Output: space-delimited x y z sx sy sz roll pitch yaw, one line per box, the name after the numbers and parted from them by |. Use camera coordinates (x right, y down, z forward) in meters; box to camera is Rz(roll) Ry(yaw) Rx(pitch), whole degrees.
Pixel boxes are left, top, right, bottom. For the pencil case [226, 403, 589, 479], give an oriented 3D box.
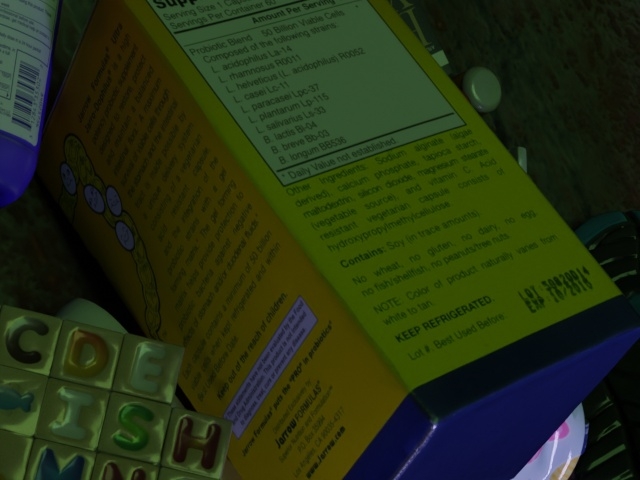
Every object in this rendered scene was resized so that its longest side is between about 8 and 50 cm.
0.064 0.154 1.300 0.273 0.113 0.124 -7 111 -37 | pencil case

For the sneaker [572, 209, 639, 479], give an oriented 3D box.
0.246 0.134 1.451 0.140 0.125 0.341 68 22 -55 | sneaker

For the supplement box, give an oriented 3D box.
0.000 0.000 1.166 0.194 0.195 0.356 -19 64 -38 | supplement box

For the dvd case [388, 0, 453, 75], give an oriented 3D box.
0.001 -0.203 1.413 0.164 0.018 0.221 -28 94 -38 | dvd case

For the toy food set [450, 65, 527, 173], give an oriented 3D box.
0.126 -0.037 1.401 0.111 0.104 0.232 12 70 -33 | toy food set

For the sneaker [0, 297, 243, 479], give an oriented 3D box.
-0.128 0.200 1.162 0.292 0.108 0.169 50 56 -3 | sneaker

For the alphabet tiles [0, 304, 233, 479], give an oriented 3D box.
-0.179 0.138 1.085 0.237 0.009 0.198 14 67 -6 | alphabet tiles

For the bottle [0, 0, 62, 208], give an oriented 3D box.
-0.231 -0.164 1.188 0.118 0.092 0.283 17 67 -32 | bottle
